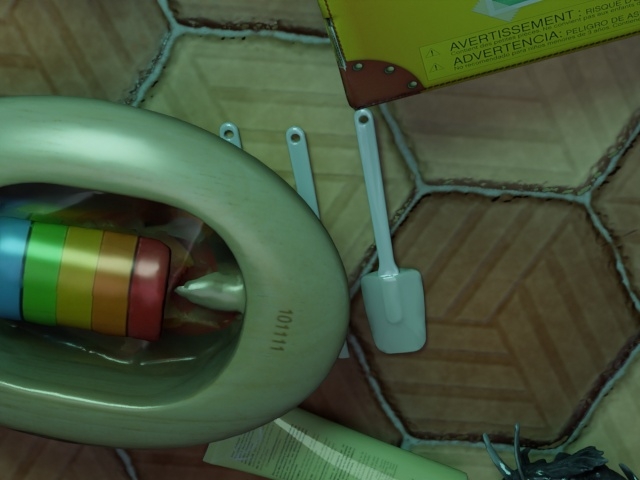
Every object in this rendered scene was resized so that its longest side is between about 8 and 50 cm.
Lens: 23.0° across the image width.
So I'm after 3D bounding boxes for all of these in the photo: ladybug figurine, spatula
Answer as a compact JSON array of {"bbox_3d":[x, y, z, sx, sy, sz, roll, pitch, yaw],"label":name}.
[{"bbox_3d":[-0.196,0.015,1.331,0.449,0.162,0.305,13,112,-2],"label":"ladybug figurine"},{"bbox_3d":[0.000,0.000,1.409,0.168,0.019,0.242,-6,111,9],"label":"spatula"}]

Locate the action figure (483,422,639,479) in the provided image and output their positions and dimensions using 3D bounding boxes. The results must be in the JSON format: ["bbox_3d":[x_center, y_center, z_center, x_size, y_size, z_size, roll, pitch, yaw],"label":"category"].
[{"bbox_3d":[0.254,0.284,1.445,0.275,0.141,0.164,36,139,-17],"label":"action figure"}]

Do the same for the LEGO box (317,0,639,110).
[{"bbox_3d":[0.202,-0.334,1.098,0.500,0.193,0.372,-14,142,6],"label":"LEGO box"}]

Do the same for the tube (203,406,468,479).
[{"bbox_3d":[0.017,0.205,1.470,0.240,0.062,0.070,19,69,-2],"label":"tube"}]
